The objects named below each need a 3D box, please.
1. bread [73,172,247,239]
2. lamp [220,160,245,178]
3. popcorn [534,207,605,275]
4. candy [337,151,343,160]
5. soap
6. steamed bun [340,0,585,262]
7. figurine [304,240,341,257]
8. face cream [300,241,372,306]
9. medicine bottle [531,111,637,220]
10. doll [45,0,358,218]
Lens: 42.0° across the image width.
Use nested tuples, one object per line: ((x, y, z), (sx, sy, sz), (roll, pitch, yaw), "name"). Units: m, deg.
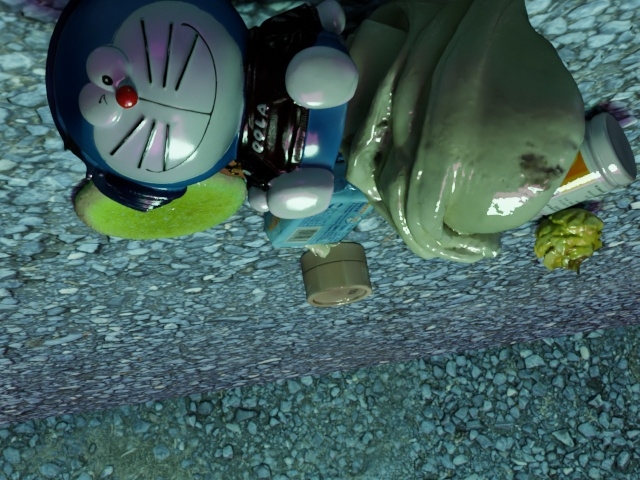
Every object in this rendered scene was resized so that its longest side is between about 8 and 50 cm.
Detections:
((-0.273, -0.057, 1.433), (0.302, 0.045, 0.301), (-8, 161, -3), "bread")
((-0.084, -0.148, 1.130), (0.182, 0.140, 0.182), (-6, 158, -3), "lamp")
((0.553, -0.003, 1.863), (0.148, 0.152, 0.167), (-33, 166, -20), "popcorn")
((0.067, -0.150, 1.268), (0.088, 0.038, 0.136), (-10, -156, 4), "candy")
((0.002, -0.061, 1.505), (0.156, 0.077, 0.293), (-2, 160, -24), "soap")
((0.122, -0.145, 0.983), (0.220, 0.324, 0.309), (2, 149, -21), "steamed bun")
((0.000, 0.000, 1.735), (0.051, 0.047, 0.083), (-37, 143, 24), "figurine")
((0.035, 0.078, 1.865), (0.149, 0.104, 0.149), (-9, 161, -3), "face cream")
((0.411, -0.119, 1.467), (0.250, 0.133, 0.133), (-23, 157, 35), "medicine bottle")
((-0.132, -0.162, 0.889), (0.310, 0.284, 0.240), (7, -159, -9), "doll")
